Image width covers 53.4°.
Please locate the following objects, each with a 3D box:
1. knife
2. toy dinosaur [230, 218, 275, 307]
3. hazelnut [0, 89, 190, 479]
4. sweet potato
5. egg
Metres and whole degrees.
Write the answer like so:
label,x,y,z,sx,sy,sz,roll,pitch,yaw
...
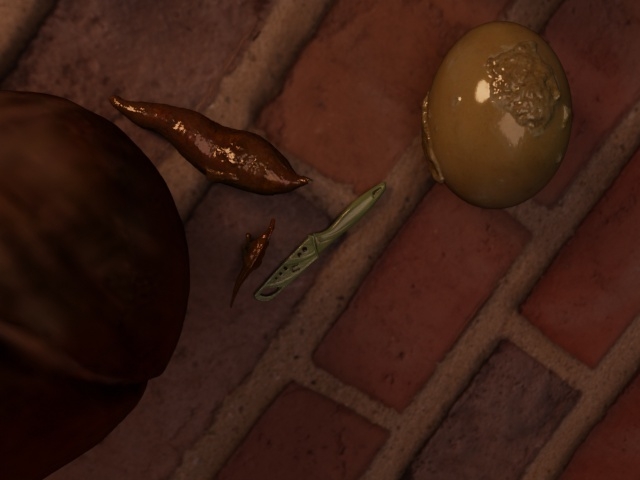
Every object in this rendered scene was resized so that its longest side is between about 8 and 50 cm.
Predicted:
label,x,y,z,sx,sy,sz,roll,pitch,yaw
knife,0.000,0.000,0.754,0.207,0.014,0.030,-43,113,0
toy dinosaur,-0.081,0.022,0.724,0.026,0.041,0.113,27,100,-24
hazelnut,-0.285,0.044,0.511,0.315,0.372,0.372,35,93,7
sweet potato,-0.116,-0.098,0.676,0.226,0.068,0.068,24,97,-2
egg,0.190,-0.134,0.696,0.164,0.164,0.202,-5,106,-14
